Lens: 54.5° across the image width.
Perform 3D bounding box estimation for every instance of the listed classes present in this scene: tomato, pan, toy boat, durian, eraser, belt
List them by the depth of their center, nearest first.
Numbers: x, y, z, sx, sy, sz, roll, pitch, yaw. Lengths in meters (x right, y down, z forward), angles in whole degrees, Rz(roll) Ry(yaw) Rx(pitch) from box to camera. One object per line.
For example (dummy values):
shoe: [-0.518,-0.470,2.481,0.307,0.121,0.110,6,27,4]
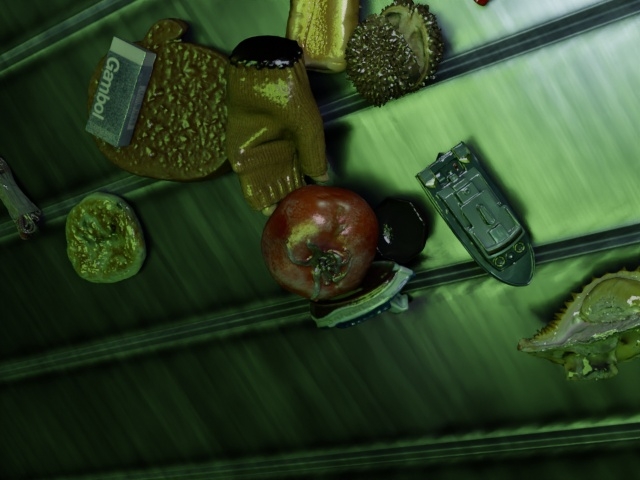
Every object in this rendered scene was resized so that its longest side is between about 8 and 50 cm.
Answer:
durian: [0.506,0.157,1.089,0.306,0.166,0.172,-22,98,26]
durian: [0.129,-0.329,1.111,0.196,0.196,0.166,-36,69,26]
toy boat: [0.299,-0.036,1.144,0.114,0.122,0.296,-36,92,2]
tomato: [-0.004,-0.001,1.205,0.232,0.188,0.231,0,116,0]
pan: [0.130,-0.033,1.252,0.202,0.048,0.128,18,113,35]
toy boat: [0.090,0.124,1.285,0.262,0.114,0.115,-22,129,26]
eraser: [-0.423,-0.312,1.317,0.092,0.046,0.212,29,109,13]
belt: [-0.788,-0.113,1.586,0.053,0.071,0.232,-34,87,33]

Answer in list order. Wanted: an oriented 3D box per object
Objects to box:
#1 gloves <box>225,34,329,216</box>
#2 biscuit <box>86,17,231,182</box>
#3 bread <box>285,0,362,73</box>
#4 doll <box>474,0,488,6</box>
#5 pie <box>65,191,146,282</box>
gloves: [-0.086,-0.214,1.209,0.203,0.155,0.356,0,119,3]
biscuit: [-0.328,-0.298,1.348,0.395,0.070,0.350,15,105,18]
bread: [0.011,-0.468,1.153,0.142,0.091,0.305,8,108,12]
doll: [0.345,-0.578,0.995,0.188,0.099,0.384,44,119,5]
pie: [-0.526,-0.001,1.517,0.241,0.054,0.240,5,104,19]
